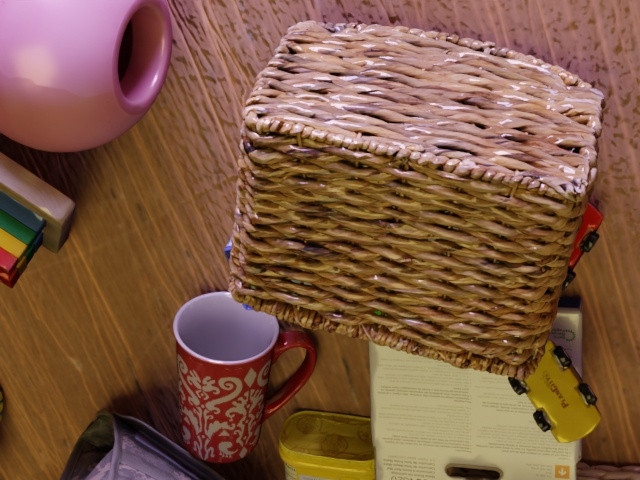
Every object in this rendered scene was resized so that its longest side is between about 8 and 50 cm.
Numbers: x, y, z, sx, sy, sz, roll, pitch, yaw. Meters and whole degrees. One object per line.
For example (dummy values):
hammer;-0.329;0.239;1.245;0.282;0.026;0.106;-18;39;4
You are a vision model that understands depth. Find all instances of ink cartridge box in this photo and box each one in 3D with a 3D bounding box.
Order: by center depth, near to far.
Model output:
ink cartridge box;0.162;0.162;1.305;0.223;0.045;0.223;3;109;15

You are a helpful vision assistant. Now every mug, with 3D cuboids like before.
mug;-0.090;0.161;1.369;0.150;0.113;0.169;15;129;9

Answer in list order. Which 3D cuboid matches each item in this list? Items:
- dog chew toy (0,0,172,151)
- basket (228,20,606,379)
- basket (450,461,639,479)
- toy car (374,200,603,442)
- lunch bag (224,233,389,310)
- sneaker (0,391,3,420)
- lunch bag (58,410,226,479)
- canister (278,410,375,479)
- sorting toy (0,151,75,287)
dog chew toy;-0.309;-0.201;1.148;0.332;0.206;0.206;14;125;17
basket;0.084;-0.048;1.117;0.299;0.213;0.223;13;130;8
basket;0.273;0.430;1.339;0.328;0.266;0.331;2;123;16
toy car;0.163;0.073;1.220;0.225;0.053;0.239;0;90;15
lunch bag;0.000;0.000;1.222;0.151;0.128;0.096;-6;125;18
sneaker;-0.446;0.258;1.528;0.078;0.067;0.188;10;84;26
lunch bag;-0.181;0.326;1.409;0.235;0.287;0.169;40;104;-16
canister;0.019;0.287;1.440;0.126;0.073;0.169;6;125;12
sorting toy;-0.379;-0.054;1.235;0.255;0.089;0.257;34;167;-7
